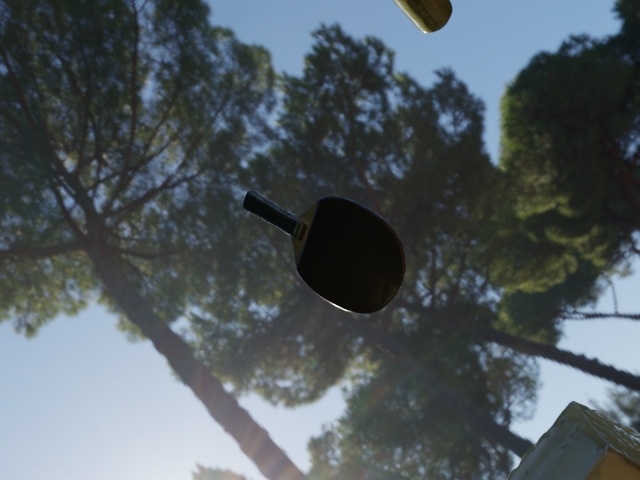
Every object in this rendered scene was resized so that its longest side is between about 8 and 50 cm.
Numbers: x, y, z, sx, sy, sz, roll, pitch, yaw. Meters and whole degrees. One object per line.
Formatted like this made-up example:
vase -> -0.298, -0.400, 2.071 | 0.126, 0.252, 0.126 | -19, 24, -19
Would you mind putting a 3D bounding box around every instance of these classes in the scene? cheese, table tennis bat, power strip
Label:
cheese -> 0.292, 0.335, 0.878 | 0.243, 0.124, 0.265 | 28, -77, -17
table tennis bat -> 0.000, 0.000, 1.168 | 0.021, 0.274, 0.154 | -18, -47, -57
power strip -> 0.095, -0.418, 1.070 | 0.066, 0.387, 0.092 | -30, -41, 22
